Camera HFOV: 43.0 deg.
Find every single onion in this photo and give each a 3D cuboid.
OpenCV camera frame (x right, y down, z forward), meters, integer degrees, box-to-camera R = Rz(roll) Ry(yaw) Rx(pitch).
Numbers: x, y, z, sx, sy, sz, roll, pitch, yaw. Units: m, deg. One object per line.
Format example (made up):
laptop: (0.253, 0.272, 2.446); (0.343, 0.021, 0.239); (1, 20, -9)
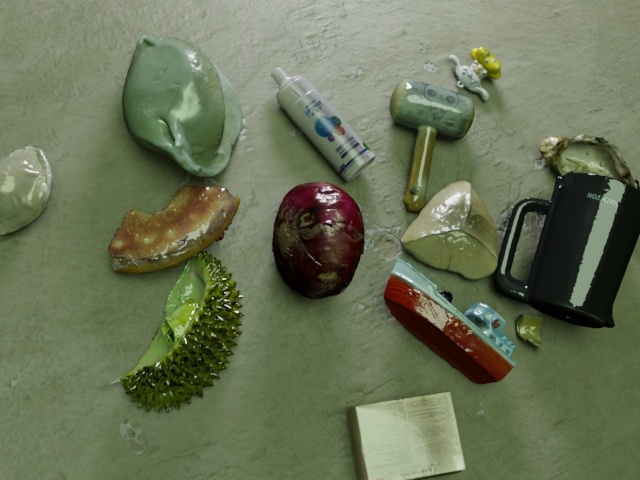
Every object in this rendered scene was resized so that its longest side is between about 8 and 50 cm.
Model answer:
onion: (0.000, 0.000, 1.698); (0.190, 0.246, 0.246); (4, 73, -22)

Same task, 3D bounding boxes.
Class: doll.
doll: (0.376, -0.420, 2.000); (0.135, 0.071, 0.113); (26, 88, 3)

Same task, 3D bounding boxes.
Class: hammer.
hammer: (0.239, -0.214, 1.892); (0.202, 0.113, 0.305); (15, 80, -5)

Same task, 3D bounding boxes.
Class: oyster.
oyster: (0.662, -0.144, 1.972); (0.166, 0.094, 0.294); (-28, 91, 0)

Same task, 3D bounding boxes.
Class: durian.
durian: (-0.270, 0.196, 1.664); (0.169, 0.157, 0.355); (16, 64, 31)

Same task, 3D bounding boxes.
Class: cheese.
cheese: (0.478, 0.213, 1.838); (0.060, 0.041, 0.084); (7, 57, -18)

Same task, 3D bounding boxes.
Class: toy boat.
toy boat: (0.280, 0.162, 1.753); (0.332, 0.145, 0.133); (39, 69, -5)

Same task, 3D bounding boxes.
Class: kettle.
kettle: (0.565, 0.015, 1.813); (0.262, 0.203, 0.308); (23, 81, -13)

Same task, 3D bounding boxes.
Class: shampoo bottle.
shampoo bottle: (-0.004, -0.275, 1.851); (0.092, 0.092, 0.303); (-38, 85, -20)

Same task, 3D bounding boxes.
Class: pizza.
pizza: (-0.305, -0.021, 1.707); (0.305, 0.085, 0.161); (-29, 59, -12)

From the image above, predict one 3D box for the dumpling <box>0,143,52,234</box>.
dumpling: (-0.618, -0.096, 1.656); (0.136, 0.118, 0.199); (39, 91, 3)

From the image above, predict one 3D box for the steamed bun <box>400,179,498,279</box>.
steamed bun: (0.326, -0.016, 1.838); (0.212, 0.110, 0.231); (41, 71, -1)

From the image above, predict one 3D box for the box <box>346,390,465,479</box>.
box: (0.175, 0.413, 1.683); (0.212, 0.095, 0.168); (-6, 74, -13)

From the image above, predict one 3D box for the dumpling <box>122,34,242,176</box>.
dumpling: (-0.288, -0.295, 1.735); (0.270, 0.212, 0.321); (11, 82, -12)
